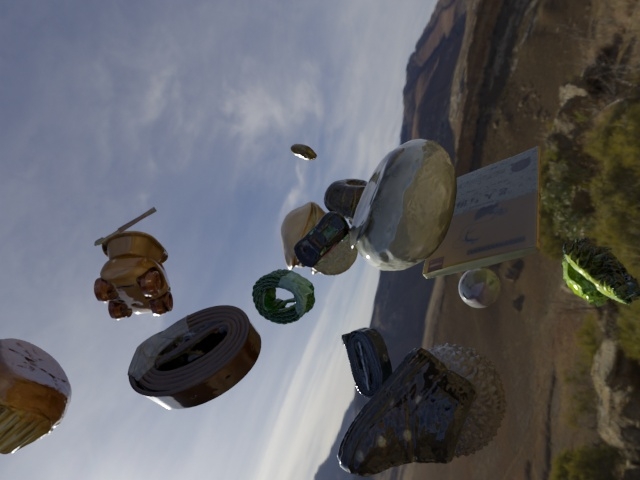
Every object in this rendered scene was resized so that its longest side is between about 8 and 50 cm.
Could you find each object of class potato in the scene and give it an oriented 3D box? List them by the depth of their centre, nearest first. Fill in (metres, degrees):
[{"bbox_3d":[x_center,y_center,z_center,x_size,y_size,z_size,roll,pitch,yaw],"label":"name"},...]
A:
[{"bbox_3d":[-0.053,-0.285,1.423,0.045,0.092,0.046,-59,-9,-35],"label":"potato"}]

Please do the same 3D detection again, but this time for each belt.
[{"bbox_3d":[-0.089,0.133,1.035,0.079,0.152,0.121,-23,-65,-62],"label":"belt"},{"bbox_3d":[-0.330,0.308,1.186,0.217,0.339,0.122,56,171,39],"label":"belt"},{"bbox_3d":[0.166,0.393,1.459,0.128,0.122,0.218,9,-115,-58],"label":"belt"}]

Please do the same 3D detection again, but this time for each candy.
[{"bbox_3d":[0.177,-0.067,0.911,0.295,0.185,0.295,-155,90,-87],"label":"candy"}]

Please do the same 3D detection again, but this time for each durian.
[{"bbox_3d":[0.575,0.063,0.941,0.375,0.107,0.132,-47,-53,-66],"label":"durian"}]

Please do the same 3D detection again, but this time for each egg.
[{"bbox_3d":[0.415,0.122,1.163,0.135,0.103,0.103,73,-149,-64],"label":"egg"}]

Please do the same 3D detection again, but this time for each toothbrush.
[{"bbox_3d":[-0.562,-0.040,1.284,0.194,0.017,0.014,-33,-50,-12],"label":"toothbrush"}]

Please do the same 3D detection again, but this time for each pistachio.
[{"bbox_3d":[-0.047,-0.012,1.732,0.321,0.229,0.237,-83,1,-46],"label":"pistachio"}]

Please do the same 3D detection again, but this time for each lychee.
[{"bbox_3d":[0.462,0.549,1.567,0.432,0.381,0.380,8,-85,-62],"label":"lychee"}]

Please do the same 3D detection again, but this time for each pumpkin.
[{"bbox_3d":[0.126,-0.130,1.576,0.219,0.219,0.162,-46,-34,-71],"label":"pumpkin"}]

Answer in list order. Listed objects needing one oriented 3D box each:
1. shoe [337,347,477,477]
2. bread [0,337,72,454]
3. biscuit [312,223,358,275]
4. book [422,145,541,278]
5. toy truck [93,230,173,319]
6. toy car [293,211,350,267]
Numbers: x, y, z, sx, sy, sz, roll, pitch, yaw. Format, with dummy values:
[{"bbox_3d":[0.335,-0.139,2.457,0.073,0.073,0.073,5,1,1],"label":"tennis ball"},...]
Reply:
[{"bbox_3d":[0.237,0.487,1.156,0.384,0.237,0.171,-46,-32,-16],"label":"shoe"},{"bbox_3d":[-0.772,0.373,1.133,0.183,0.389,0.236,-42,-54,-19],"label":"bread"},{"bbox_3d":[0.029,0.020,1.189,0.020,0.152,0.152,-32,-46,-84],"label":"biscuit"},{"bbox_3d":[0.404,-0.075,1.096,0.032,0.269,0.388,49,-137,-23],"label":"book"},{"bbox_3d":[-0.611,0.125,1.473,0.288,0.205,0.211,89,173,-56],"label":"toy truck"},{"bbox_3d":[0.000,0.000,0.958,0.142,0.069,0.055,-45,-7,16],"label":"toy car"}]
